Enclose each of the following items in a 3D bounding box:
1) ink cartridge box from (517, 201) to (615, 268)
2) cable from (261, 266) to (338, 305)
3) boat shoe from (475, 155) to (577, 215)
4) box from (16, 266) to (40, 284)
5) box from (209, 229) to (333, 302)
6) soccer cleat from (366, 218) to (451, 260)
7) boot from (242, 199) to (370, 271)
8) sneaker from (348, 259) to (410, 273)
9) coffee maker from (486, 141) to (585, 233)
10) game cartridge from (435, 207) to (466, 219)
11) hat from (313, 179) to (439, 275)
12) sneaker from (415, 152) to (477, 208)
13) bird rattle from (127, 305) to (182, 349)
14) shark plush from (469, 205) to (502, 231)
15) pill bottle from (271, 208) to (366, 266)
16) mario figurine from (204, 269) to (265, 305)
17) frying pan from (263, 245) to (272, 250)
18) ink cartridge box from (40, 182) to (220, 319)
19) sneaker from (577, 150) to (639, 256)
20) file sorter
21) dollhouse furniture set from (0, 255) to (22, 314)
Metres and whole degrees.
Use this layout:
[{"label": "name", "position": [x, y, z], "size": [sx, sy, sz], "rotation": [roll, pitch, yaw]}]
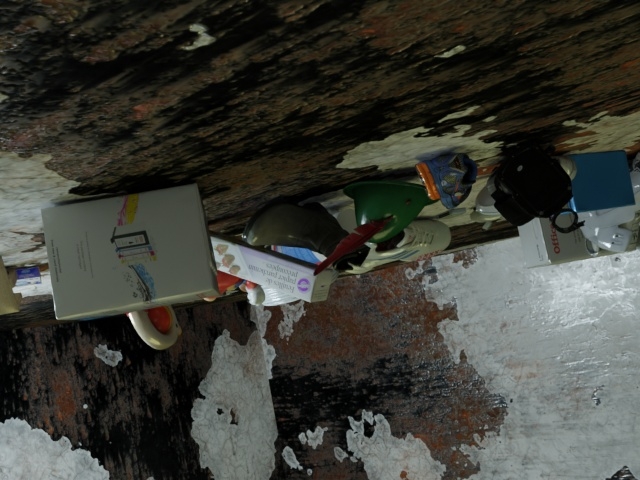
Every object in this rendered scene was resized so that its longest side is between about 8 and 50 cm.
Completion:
[{"label": "ink cartridge box", "position": [0.660, -0.048, 1.909], "size": [0.278, 0.201, 0.117], "rotation": [-8, 173, -18]}, {"label": "cable", "position": [-0.068, 0.104, 2.084], "size": [0.257, 0.089, 0.257], "rotation": [-19, -174, 28]}, {"label": "boat shoe", "position": [0.403, -0.121, 1.495], "size": [0.226, 0.083, 0.076], "rotation": [-30, 152, 34]}, {"label": "box", "position": [-0.673, 0.084, 1.649], "size": [0.081, 0.028, 0.136], "rotation": [-8, 175, -20]}, {"label": "box", "position": [-0.132, 0.043, 1.427], "size": [0.324, 0.063, 0.067], "rotation": [17, -171, 28]}, {"label": "soccer cleat", "position": [0.244, -0.001, 2.009], "size": [0.331, 0.116, 0.143], "rotation": [-7, 173, -27]}, {"label": "boot", "position": [-0.015, -0.002, 1.379], "size": [0.246, 0.161, 0.083], "rotation": [-11, 134, -51]}, {"label": "sneaker", "position": [0.186, 0.009, 2.163], "size": [0.305, 0.114, 0.152], "rotation": [-13, 160, -16]}, {"label": "coffee maker", "position": [0.386, -0.079, 1.349], "size": [0.120, 0.171, 0.178], "rotation": [-19, 174, 4]}, {"label": "game cartridge", "position": [0.364, -0.074, 2.028], "size": [0.056, 0.017, 0.083], "rotation": [-12, 174, -26]}, {"label": "hat", "position": [0.112, -0.003, 1.358], "size": [0.208, 0.184, 0.173], "rotation": [3, 168, 12]}, {"label": "sneaker", "position": [0.241, -0.108, 1.293], "size": [0.087, 0.083, 0.221], "rotation": [-22, 173, 21]}, {"label": "bird rattle", "position": [-0.390, 0.150, 1.673], "size": [0.143, 0.207, 0.253], "rotation": [-29, -179, 4]}, {"label": "shark plush", "position": [0.485, -0.095, 2.015], "size": [0.161, 0.073, 0.067], "rotation": [-35, -175, 19]}, {"label": "pill bottle", "position": [0.000, 0.000, 1.602], "size": [0.124, 0.124, 0.221], "rotation": [-6, 172, -37]}, {"label": "mario figurine", "position": [-0.258, 0.103, 1.869], "size": [0.198, 0.170, 0.320], "rotation": [-14, 175, 5]}, {"label": "frying pan", "position": [-0.082, 0.027, 2.053], "size": [0.197, 0.053, 0.326], "rotation": [-7, 169, -26]}, {"label": "ink cartridge box", "position": [-0.287, 0.023, 1.146], "size": [0.232, 0.168, 0.171], "rotation": [-10, 174, -6]}, {"label": "sneaker", "position": [0.730, -0.089, 1.643], "size": [0.137, 0.210, 0.366], "rotation": [-5, 171, -40]}, {"label": "file sorter", "position": [0.558, -0.117, 1.552], "size": [0.170, 0.118, 0.104], "rotation": [-7, 176, -26]}, {"label": "dollhouse furniture set", "position": [-0.686, 0.065, 1.479], "size": [0.144, 0.123, 0.151], "rotation": [-10, -152, -7]}]
